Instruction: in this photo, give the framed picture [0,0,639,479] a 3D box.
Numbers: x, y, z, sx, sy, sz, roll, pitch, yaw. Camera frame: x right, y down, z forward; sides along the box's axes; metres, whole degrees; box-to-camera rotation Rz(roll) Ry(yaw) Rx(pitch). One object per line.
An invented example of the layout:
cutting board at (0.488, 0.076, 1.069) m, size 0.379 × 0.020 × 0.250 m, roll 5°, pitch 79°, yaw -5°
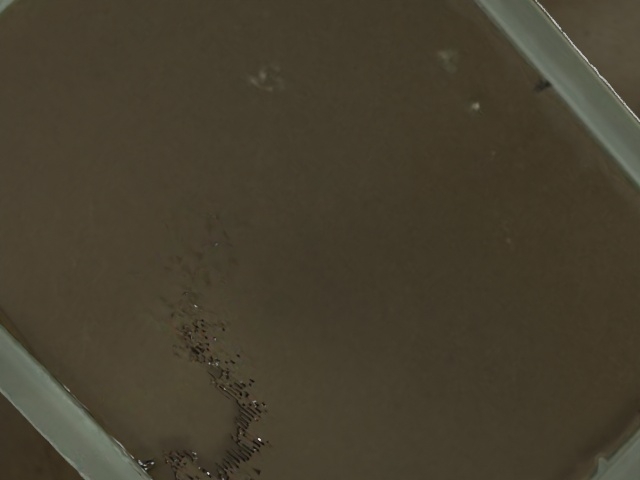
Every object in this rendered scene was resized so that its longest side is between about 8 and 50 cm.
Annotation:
framed picture at (0.000, 0.000, 0.631) m, size 0.216 × 0.016 × 0.273 m, roll -43°, pitch 101°, yaw -11°
